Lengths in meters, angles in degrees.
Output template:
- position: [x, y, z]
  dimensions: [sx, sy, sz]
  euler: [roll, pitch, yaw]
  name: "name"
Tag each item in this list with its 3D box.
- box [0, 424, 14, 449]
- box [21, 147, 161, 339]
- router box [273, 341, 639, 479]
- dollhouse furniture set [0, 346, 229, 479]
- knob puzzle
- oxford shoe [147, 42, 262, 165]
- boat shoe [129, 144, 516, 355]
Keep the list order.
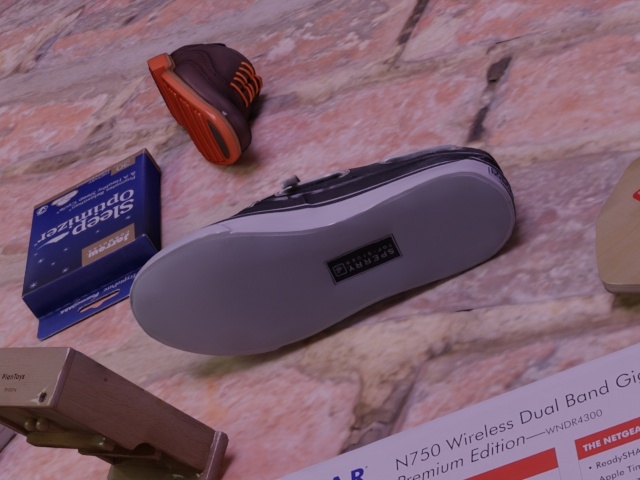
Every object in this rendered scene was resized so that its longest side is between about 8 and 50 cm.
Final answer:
- position: [-0.337, 0.160, 1.265]
  dimensions: [0.101, 0.087, 0.102]
  euler: [3, 44, 46]
  name: "box"
- position: [-0.221, -0.001, 1.468]
  dimensions: [0.136, 0.036, 0.225]
  euler: [-27, 30, 8]
  name: "box"
- position: [0.109, 0.210, 0.689]
  dimensions: [0.335, 0.082, 0.301]
  euler: [-23, 42, 20]
  name: "router box"
- position: [-0.184, 0.216, 1.030]
  dimensions: [0.212, 0.161, 0.242]
  euler: [-4, 61, 41]
  name: "dollhouse furniture set"
- position: [0.273, -0.018, 1.028]
  dimensions: [0.213, 0.030, 0.213]
  euler: [-23, 30, 14]
  name: "knob puzzle"
- position: [-0.106, -0.155, 1.543]
  dimensions: [0.098, 0.097, 0.271]
  euler: [-28, 28, -6]
  name: "oxford shoe"
- position: [-0.001, -0.004, 1.184]
  dimensions: [0.306, 0.113, 0.105]
  euler: [-23, 23, 9]
  name: "boat shoe"
